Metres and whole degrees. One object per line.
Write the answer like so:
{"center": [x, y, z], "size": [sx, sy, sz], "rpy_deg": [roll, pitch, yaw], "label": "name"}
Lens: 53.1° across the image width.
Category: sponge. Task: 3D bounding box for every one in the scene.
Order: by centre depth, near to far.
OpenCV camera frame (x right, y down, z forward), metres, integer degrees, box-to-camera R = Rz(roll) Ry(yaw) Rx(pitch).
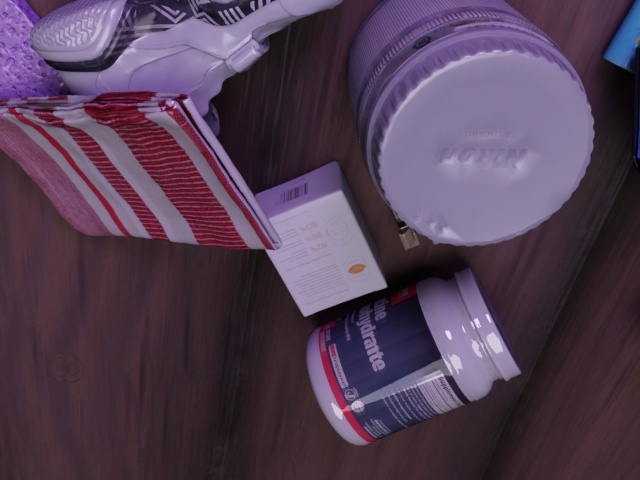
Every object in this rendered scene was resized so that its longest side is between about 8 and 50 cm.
{"center": [-0.387, -0.240, 0.753], "size": [0.117, 0.031, 0.210], "rpy_deg": [-27, 120, 14], "label": "sponge"}

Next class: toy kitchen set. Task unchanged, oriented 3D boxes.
{"center": [0.142, -0.031, 0.892], "size": [0.075, 0.068, 0.083], "rpy_deg": [-20, 122, 10], "label": "toy kitchen set"}

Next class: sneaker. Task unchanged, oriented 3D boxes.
{"center": [-0.122, -0.200, 0.736], "size": [0.366, 0.137, 0.210], "rpy_deg": [-11, 124, 10], "label": "sneaker"}

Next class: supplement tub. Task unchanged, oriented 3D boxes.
{"center": [0.133, 0.171, 0.950], "size": [0.272, 0.191, 0.191], "rpy_deg": [-27, 120, 14], "label": "supplement tub"}

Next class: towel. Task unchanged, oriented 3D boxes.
{"center": [-0.229, -0.070, 0.749], "size": [0.329, 0.037, 0.237], "rpy_deg": [5, 145, 31], "label": "towel"}

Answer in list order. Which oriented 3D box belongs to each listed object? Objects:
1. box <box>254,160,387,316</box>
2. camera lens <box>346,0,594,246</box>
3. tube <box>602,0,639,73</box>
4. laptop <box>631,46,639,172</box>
{"center": [0.000, 0.000, 0.892], "size": [0.130, 0.091, 0.170], "rpy_deg": [-21, 121, 10], "label": "box"}
{"center": [0.144, -0.149, 0.692], "size": [0.220, 0.274, 0.219], "rpy_deg": [-1, 123, -2], "label": "camera lens"}
{"center": [0.412, -0.298, 0.748], "size": [0.080, 0.052, 0.207], "rpy_deg": [13, 118, -24], "label": "tube"}
{"center": [0.488, -0.168, 0.749], "size": [0.234, 0.136, 0.264], "rpy_deg": [27, 119, -37], "label": "laptop"}
